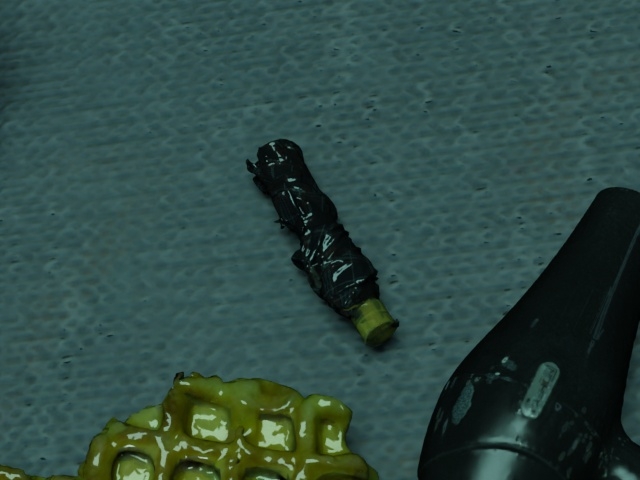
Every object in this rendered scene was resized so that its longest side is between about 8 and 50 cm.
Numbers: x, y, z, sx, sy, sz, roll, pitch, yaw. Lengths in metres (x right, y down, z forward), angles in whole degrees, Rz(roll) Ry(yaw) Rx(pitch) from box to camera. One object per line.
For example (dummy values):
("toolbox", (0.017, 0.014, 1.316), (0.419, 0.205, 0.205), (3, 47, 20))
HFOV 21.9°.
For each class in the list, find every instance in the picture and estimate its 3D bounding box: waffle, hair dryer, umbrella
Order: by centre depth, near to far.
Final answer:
("hair dryer", (0.200, 0.109, 0.841), (0.271, 0.091, 0.235), (28, 60, 9))
("waffle", (-0.084, 0.166, 0.848), (0.249, 0.056, 0.253), (38, 71, 20))
("umbrella", (0.000, 0.000, 0.939), (0.040, 0.037, 0.144), (-21, 57, -16))
